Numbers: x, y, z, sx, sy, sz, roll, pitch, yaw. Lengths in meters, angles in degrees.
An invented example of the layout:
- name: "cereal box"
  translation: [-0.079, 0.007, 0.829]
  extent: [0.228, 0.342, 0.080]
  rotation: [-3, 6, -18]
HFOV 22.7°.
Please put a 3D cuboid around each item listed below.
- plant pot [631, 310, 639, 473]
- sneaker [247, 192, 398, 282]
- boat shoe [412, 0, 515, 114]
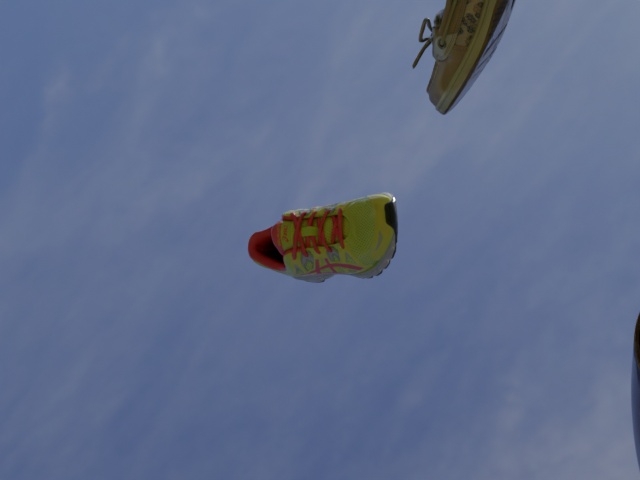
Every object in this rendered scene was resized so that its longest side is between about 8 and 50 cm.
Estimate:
- name: "plant pot"
  translation: [0.375, 0.175, 1.462]
  extent: [0.215, 0.230, 0.215]
  rotation: [1, -132, -1]
- name: "sneaker"
  translation: [0.000, 0.000, 1.626]
  extent: [0.208, 0.094, 0.081]
  rotation: [-25, -118, 52]
- name: "boat shoe"
  translation: [0.175, -0.279, 1.851]
  extent: [0.089, 0.285, 0.104]
  rotation: [27, -149, 9]
